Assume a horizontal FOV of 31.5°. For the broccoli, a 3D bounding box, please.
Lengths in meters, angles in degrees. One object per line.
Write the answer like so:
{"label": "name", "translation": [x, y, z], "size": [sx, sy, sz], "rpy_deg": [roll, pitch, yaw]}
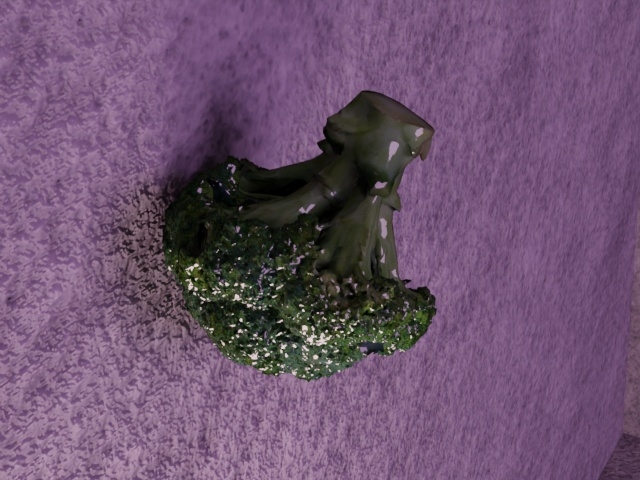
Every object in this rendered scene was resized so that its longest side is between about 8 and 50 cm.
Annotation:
{"label": "broccoli", "translation": [0.000, 0.000, 0.980], "size": [0.270, 0.270, 0.270], "rpy_deg": [-56, 154, 11]}
